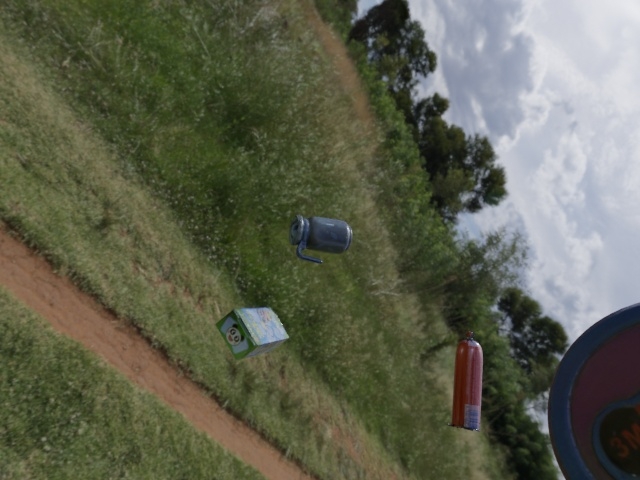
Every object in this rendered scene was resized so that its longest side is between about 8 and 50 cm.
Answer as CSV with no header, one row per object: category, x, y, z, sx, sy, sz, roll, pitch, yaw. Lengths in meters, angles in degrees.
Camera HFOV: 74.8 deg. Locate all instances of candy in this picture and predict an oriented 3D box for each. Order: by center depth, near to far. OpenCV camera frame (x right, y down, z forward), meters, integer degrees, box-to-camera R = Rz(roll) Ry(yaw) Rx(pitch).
candy,-0.150,0.208,0.963,0.097,0.062,0.194,55,9,16

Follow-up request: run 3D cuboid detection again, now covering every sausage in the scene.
sausage,0.225,0.214,0.645,0.048,0.050,0.145,16,73,-28

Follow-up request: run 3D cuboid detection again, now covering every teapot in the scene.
teapot,-0.001,-0.001,0.581,0.049,0.083,0.063,-174,-88,-71

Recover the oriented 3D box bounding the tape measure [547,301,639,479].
tape measure,0.321,0.164,0.322,0.149,0.231,0.245,29,22,-26
